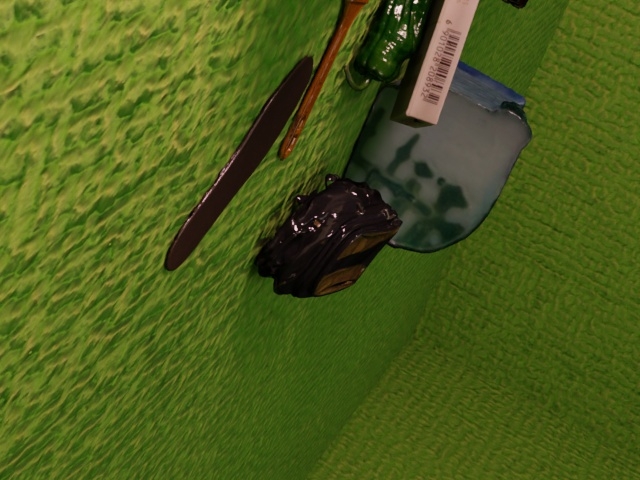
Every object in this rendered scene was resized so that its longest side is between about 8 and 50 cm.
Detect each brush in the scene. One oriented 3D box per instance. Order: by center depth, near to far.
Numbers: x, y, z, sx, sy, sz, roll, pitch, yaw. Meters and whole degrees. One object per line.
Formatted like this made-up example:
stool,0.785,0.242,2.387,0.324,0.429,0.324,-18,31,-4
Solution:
brush,0.015,-0.240,1.508,0.314,0.017,0.090,-64,169,16

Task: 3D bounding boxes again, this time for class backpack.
backpack,0.000,0.000,1.761,0.206,0.133,0.258,-57,165,23

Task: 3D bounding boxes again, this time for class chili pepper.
chili pepper,0.114,-0.317,1.628,0.100,0.074,0.257,3,110,-80

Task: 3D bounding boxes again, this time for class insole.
insole,-0.092,-0.093,1.409,0.328,0.007,0.111,-56,167,-23

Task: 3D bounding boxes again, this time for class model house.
model house,0.214,-0.165,2.032,0.295,0.252,0.329,-67,173,24

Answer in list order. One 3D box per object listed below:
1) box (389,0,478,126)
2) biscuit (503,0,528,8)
box,0.187,-0.340,1.674,0.204,0.051,0.365,-122,-130,-85
biscuit,0.392,-0.601,2.054,0.388,0.107,0.073,-63,166,8
